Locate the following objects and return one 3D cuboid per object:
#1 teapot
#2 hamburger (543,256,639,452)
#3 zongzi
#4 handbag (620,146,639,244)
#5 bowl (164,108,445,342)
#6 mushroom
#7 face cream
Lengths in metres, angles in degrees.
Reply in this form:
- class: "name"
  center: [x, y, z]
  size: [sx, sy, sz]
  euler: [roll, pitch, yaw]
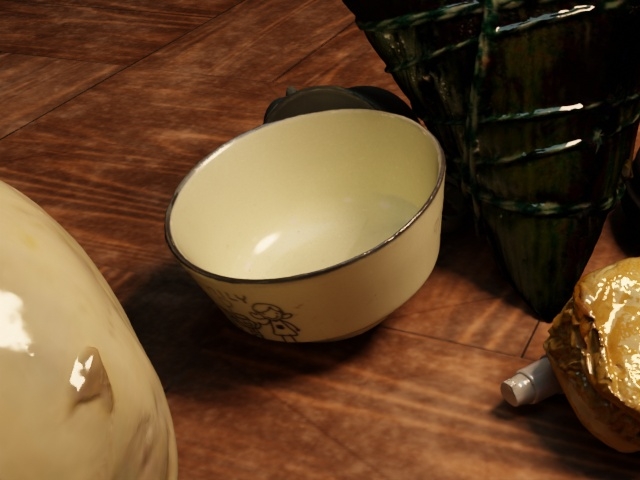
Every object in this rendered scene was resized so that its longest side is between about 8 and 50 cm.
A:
- class: "teapot"
  center: [0.046, -0.083, 0.974]
  size: [0.239, 0.162, 0.149]
  euler: [33, 28, 12]
- class: "hamburger"
  center: [0.239, 0.078, 0.684]
  size: [0.147, 0.083, 0.138]
  euler: [-9, 58, -16]
- class: "zongzi"
  center: [0.131, -0.179, 0.877]
  size: [0.362, 0.383, 0.319]
  euler: [6, 26, 3]
- class: "handbag"
  center: [0.441, -0.045, 0.886]
  size: [0.308, 0.093, 0.253]
  euler: [-8, 30, -6]
- class: "bowl"
  center: [0.000, 0.000, 0.812]
  size: [0.238, 0.126, 0.237]
  euler: [-12, 35, 9]
- class: "mushroom"
  center: [-0.262, 0.121, 0.556]
  size: [0.336, 0.314, 0.314]
  euler: [-39, 40, -14]
- class: "face cream"
  center: [0.193, 0.095, 0.735]
  size: [0.130, 0.034, 0.034]
  euler: [-19, 33, -25]
